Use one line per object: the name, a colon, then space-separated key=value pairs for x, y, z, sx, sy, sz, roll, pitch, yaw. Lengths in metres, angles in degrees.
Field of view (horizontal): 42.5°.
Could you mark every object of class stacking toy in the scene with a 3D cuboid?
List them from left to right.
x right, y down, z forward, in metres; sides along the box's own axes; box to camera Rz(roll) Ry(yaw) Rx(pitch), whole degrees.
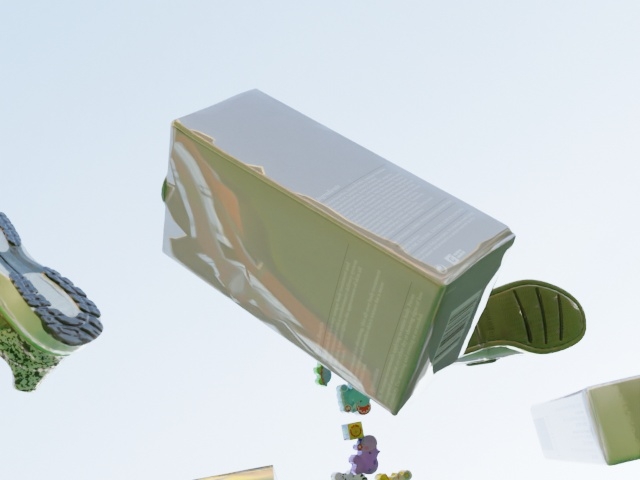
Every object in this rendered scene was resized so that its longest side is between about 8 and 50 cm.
stacking toy: x=0.055 y=0.250 z=1.117 sx=0.052 sy=0.167 sz=0.221 roll=-6 pitch=-100 yaw=-24

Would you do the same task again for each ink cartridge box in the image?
ink cartridge box: x=0.340 y=0.138 z=0.737 sx=0.261 sy=0.296 sz=0.066 roll=-15 pitch=-105 yaw=3

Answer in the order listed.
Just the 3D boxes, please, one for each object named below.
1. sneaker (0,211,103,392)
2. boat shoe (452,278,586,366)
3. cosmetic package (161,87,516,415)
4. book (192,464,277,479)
sneaker: x=-0.524 y=0.073 z=1.239 sx=0.410 sy=0.158 sz=0.182 roll=41 pitch=-75 yaw=17
boat shoe: x=0.241 y=0.122 z=1.190 sx=0.302 sy=0.103 sz=0.113 roll=-1 pitch=-104 yaw=-24
cosmetic package: x=0.000 y=0.000 z=0.598 sx=0.107 sy=0.238 sz=0.127 roll=-30 pitch=-34 yaw=-42
book: x=-0.146 y=0.446 z=1.458 sx=0.144 sy=0.035 sz=0.096 roll=-9 pitch=-43 yaw=0
